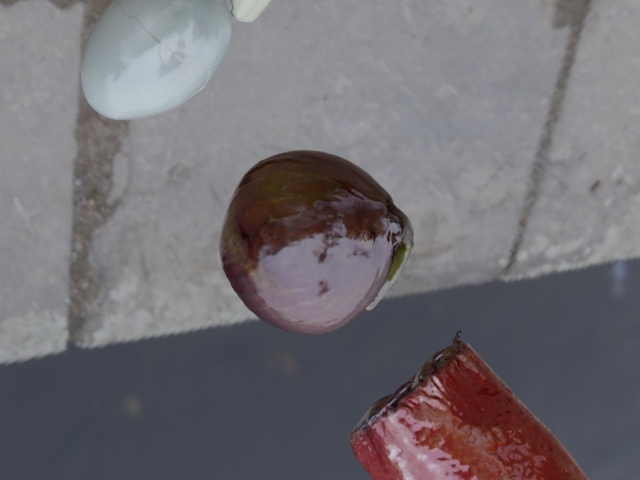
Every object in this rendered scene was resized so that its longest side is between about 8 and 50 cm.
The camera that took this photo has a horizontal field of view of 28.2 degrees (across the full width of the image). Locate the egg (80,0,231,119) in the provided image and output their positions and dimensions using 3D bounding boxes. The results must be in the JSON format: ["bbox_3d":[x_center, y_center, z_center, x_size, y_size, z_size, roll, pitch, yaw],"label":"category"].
[{"bbox_3d":[-0.201,-0.233,1.542,0.209,0.151,0.151,-48,133,-1],"label":"egg"}]

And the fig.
[{"bbox_3d":[-0.001,-0.001,1.304,0.205,0.205,0.205,-16,128,-22],"label":"fig"}]

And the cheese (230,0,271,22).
[{"bbox_3d":[-0.056,-0.337,1.435,0.050,0.127,0.235,-3,162,-45],"label":"cheese"}]

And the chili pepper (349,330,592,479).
[{"bbox_3d":[0.072,0.106,0.523,0.070,0.123,0.073,-43,172,6],"label":"chili pepper"}]
